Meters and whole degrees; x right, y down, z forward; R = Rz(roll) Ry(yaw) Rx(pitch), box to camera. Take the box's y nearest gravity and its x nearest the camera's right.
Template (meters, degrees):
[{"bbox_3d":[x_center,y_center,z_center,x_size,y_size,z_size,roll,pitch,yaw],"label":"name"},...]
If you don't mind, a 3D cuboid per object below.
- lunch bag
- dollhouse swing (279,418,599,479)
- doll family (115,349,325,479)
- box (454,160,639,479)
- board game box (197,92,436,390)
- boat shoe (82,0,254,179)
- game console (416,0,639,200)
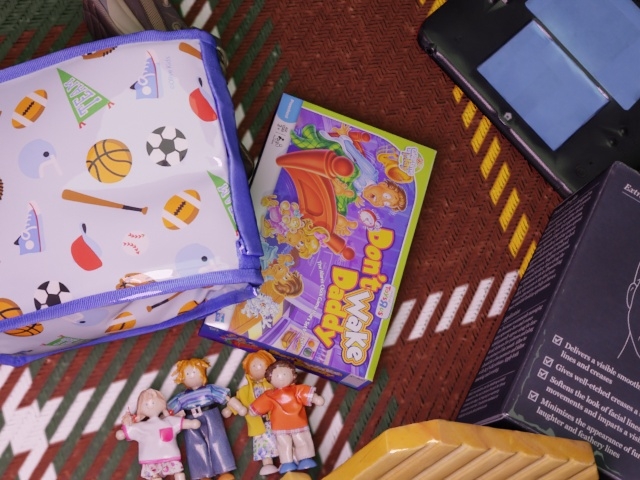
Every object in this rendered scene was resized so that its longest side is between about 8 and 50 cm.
[{"bbox_3d":[-0.268,-0.047,1.322,0.385,0.239,0.328,-17,76,16],"label":"lunch bag"},{"bbox_3d":[0.134,0.393,1.251,0.346,0.305,0.315,14,66,-28],"label":"dollhouse swing"},{"bbox_3d":[-0.122,0.224,1.408,0.263,0.118,0.163,-12,82,2],"label":"doll family"},{"bbox_3d":[0.406,0.150,1.488,0.293,0.212,0.395,30,70,-3],"label":"box"},{"bbox_3d":[0.000,0.000,1.508,0.233,0.078,0.347,20,70,-7],"label":"board game box"},{"bbox_3d":[-0.186,-0.234,1.507,0.130,0.132,0.355,-33,84,-20],"label":"boat shoe"},{"bbox_3d":[0.386,-0.277,1.696,0.342,0.060,0.386,-41,85,-21],"label":"game console"}]
